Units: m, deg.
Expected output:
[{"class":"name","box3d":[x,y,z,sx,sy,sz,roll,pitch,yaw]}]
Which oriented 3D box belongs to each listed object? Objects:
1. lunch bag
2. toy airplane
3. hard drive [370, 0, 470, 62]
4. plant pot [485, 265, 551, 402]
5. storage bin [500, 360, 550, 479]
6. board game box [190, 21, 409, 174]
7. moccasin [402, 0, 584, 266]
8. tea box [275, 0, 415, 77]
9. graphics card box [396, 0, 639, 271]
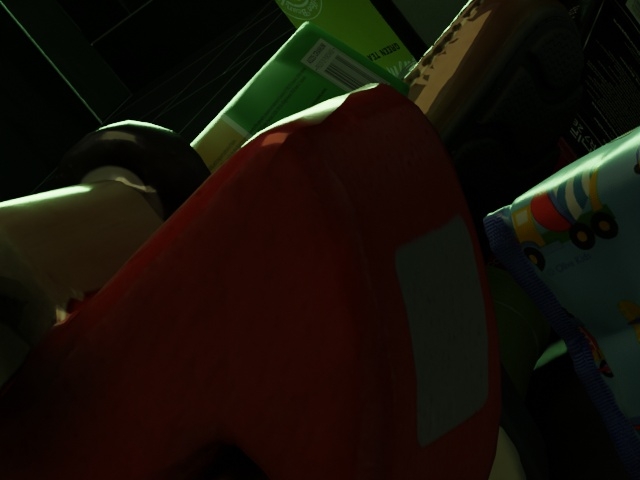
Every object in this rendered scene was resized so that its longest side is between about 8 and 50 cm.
[{"class":"lunch bag","box3d":[0.251,-0.044,0.744,0.221,0.138,0.293,-28,5,46]},{"class":"toy airplane","box3d":[-0.052,0.183,0.551,0.386,0.272,0.384,-53,-22,-18]},{"class":"hard drive","box3d":[0.101,-0.168,1.174,0.135,0.094,0.022,-46,14,-30]},{"class":"plant pot","box3d":[0.077,0.069,0.908,0.083,0.083,0.079,-32,27,28]},{"class":"storage bin","box3d":[0.046,0.083,0.822,0.091,0.135,0.098,-24,20,13]},{"class":"board game box","box3d":[-0.084,0.069,0.822,0.316,0.064,0.242,-57,1,24]},{"class":"moccasin","box3d":[0.002,0.000,0.999,0.139,0.147,0.380,1,-46,-49]},{"class":"tea box","box3d":[0.116,-0.319,1.552,0.329,0.323,0.220,-46,15,-32]},{"class":"graphics card box","box3d":[0.120,-0.071,1.211,0.233,0.094,0.371,-32,15,30]}]
